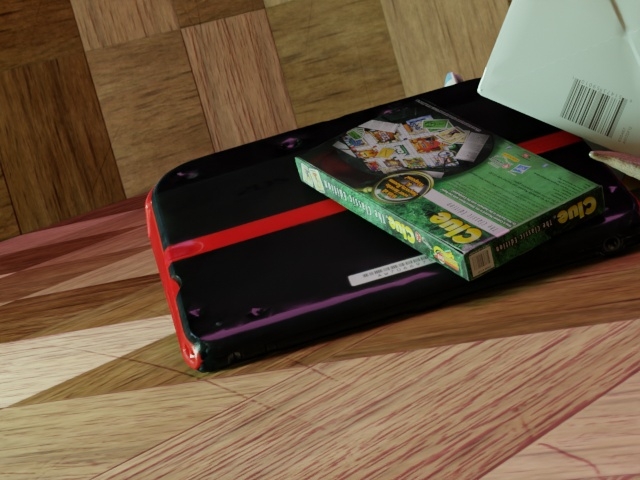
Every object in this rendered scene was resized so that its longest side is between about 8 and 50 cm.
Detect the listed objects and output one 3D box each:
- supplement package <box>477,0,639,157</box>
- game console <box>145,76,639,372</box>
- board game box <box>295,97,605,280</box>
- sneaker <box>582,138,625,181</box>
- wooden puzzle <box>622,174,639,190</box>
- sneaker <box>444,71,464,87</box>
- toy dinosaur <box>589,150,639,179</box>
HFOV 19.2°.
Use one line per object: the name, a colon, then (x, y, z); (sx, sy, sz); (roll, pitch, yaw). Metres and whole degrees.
supplement package: (0.286, -0.203, 1.678); (0.199, 0.198, 0.263); (24, 20, 8)
game console: (0.050, -0.021, 1.619); (0.387, 0.060, 0.342); (-17, 29, -5)
board game box: (0.100, -0.047, 1.555); (0.136, 0.030, 0.260); (-24, 30, -22)
sneaker: (0.149, -0.029, 1.749); (0.282, 0.102, 0.161); (-12, 23, 9)
wooden puzzle: (0.273, -0.087, 1.991); (0.322, 0.080, 0.348); (-11, 2, 36)
sneaker: (0.240, -0.165, 2.013); (0.237, 0.086, 0.085); (-11, 1, 20)
toy dinosaur: (0.356, -0.073, 1.401); (0.296, 0.127, 0.200); (-18, 5, 12)
